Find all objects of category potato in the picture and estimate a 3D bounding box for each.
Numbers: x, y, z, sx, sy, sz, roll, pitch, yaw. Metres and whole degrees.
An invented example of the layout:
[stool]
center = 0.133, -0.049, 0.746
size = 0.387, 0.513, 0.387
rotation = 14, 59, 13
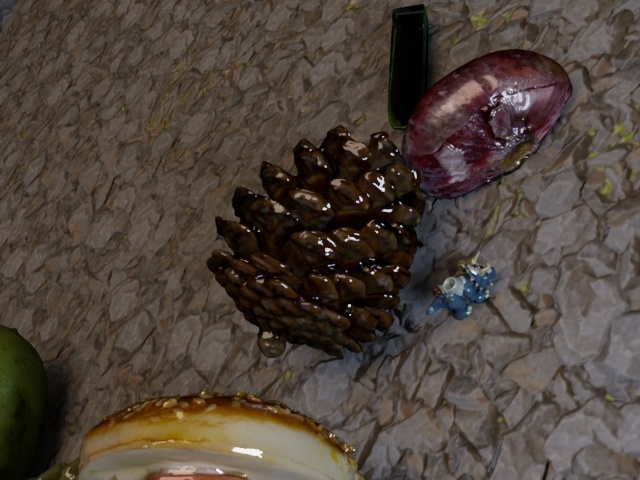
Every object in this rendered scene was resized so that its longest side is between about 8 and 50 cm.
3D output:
[potato]
center = -0.490, 0.260, 1.339
size = 0.216, 0.216, 0.304
rotation = -23, 56, 32

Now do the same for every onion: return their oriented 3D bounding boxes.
[onion]
center = 0.165, -0.145, 1.077
size = 0.206, 0.098, 0.151
rotation = -44, 40, 10

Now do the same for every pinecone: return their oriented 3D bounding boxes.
[pinecone]
center = 0.000, 0.000, 1.037
size = 0.224, 0.224, 0.272
rotation = 13, 68, 49

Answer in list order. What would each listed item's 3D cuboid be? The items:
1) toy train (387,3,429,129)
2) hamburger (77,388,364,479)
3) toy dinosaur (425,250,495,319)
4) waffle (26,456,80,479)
[toy train]
center = 0.113, -0.209, 1.226
size = 0.044, 0.042, 0.209
rotation = -6, 55, 17
[hamburger]
center = -0.101, 0.267, 0.892
size = 0.291, 0.291, 0.225
rotation = -20, 47, 34
[toy dinosaur]
center = 0.142, 0.050, 0.987
size = 0.083, 0.047, 0.030
rotation = -43, 40, 9
[waffle]
center = -0.326, 0.399, 1.102
size = 0.292, 0.056, 0.309
rotation = -28, 46, 28
